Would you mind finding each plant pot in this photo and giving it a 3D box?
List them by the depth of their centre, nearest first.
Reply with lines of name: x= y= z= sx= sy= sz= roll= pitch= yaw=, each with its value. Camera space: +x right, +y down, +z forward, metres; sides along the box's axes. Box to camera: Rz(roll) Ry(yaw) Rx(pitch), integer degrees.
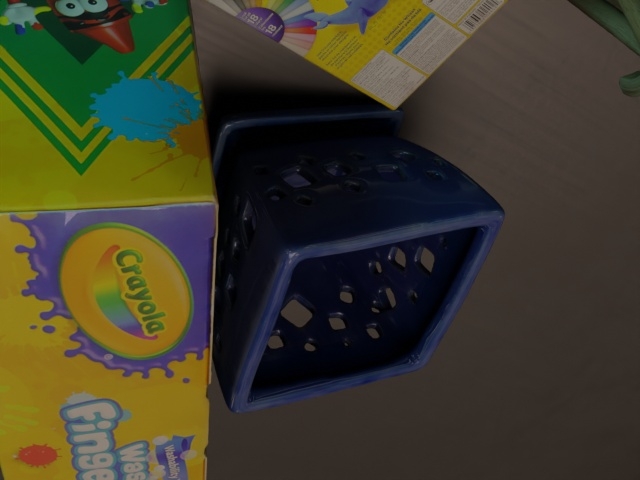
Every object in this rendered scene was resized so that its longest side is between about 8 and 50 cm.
plant pot: x=0.000 y=0.000 z=0.890 sx=0.236 sy=0.212 sz=0.236 roll=-9 pitch=140 yaw=-28

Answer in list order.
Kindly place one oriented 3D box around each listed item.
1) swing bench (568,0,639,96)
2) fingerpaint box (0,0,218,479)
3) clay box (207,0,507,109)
swing bench: x=0.339 y=-0.243 z=0.719 sx=0.253 sy=0.255 sz=0.165 roll=-18 pitch=137 yaw=4
fingerpaint box: x=-0.186 y=0.009 z=0.762 sx=0.163 sy=0.371 sz=0.445 roll=-3 pitch=136 yaw=-11
clay box: x=0.011 y=-0.192 z=0.638 sx=0.222 sy=0.053 sz=0.127 roll=25 pitch=126 yaw=-34
